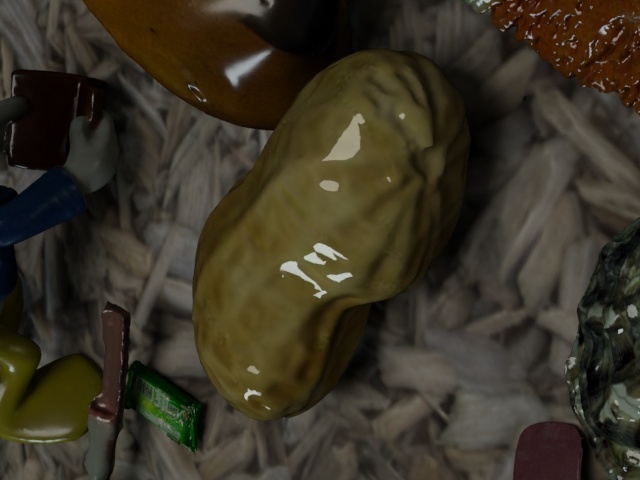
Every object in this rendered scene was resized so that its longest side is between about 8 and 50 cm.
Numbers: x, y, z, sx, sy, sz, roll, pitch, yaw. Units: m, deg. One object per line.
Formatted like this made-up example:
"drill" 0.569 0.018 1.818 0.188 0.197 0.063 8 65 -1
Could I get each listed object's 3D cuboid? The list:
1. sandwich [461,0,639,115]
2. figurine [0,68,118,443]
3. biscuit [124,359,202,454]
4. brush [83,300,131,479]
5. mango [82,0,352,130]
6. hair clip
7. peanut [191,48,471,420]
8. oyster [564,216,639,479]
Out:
"sandwich" 0.182 -0.151 1.001 0.184 0.109 0.160 -13 106 41
"figurine" -0.263 -0.025 1.320 0.204 0.338 0.283 33 81 28
"biscuit" -0.126 0.133 1.361 0.089 0.016 0.046 29 115 37
"brush" -0.180 0.193 1.381 0.084 0.071 0.301 19 110 30
"mango" -0.084 -0.206 1.198 0.287 0.152 0.201 39 108 30
"hair clip" 0.153 0.188 1.108 0.054 0.022 0.137 -3 93 39
"peanut" 0.000 0.000 1.154 0.305 0.147 0.147 -51 62 35
"oyster" 0.228 0.044 1.001 0.252 0.087 0.199 -26 76 53
